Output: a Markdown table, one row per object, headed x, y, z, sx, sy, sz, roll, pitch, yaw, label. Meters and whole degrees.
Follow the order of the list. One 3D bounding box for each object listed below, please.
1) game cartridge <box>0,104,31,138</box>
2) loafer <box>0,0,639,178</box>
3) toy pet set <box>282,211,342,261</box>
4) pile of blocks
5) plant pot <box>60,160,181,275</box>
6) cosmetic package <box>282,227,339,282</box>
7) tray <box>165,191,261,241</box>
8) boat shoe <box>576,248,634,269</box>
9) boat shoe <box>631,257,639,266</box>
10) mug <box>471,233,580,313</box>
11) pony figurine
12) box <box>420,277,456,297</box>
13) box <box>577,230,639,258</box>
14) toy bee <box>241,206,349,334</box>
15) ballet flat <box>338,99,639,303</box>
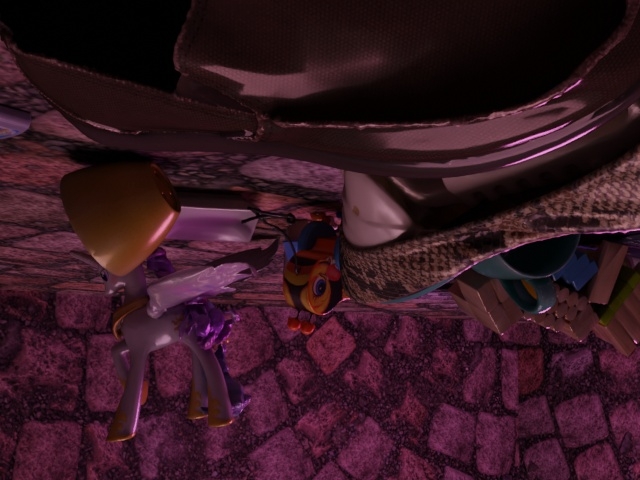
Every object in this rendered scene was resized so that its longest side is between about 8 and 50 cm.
| x | y | z | sx | sy | sz | roll | pitch | yaw | label |
| --- | --- | --- | --- | --- | --- | --- | --- | --- | --- |
| -0.318 | -0.113 | 0.747 | 0.083 | 0.017 | 0.056 | -6 | 172 | 39 | game cartridge |
| -0.016 | -0.104 | 0.385 | 0.365 | 0.134 | 0.130 | -3 | 170 | 23 | loafer |
| 0.000 | 0.000 | 1.231 | 0.114 | 0.065 | 0.122 | -2 | 170 | 19 | toy pet set |
| 0.310 | 0.051 | 1.035 | 0.362 | 0.149 | 0.112 | 12 | -168 | -33 | pile of blocks |
| -0.219 | -0.040 | 0.897 | 0.095 | 0.134 | 0.134 | -28 | 166 | 6 | plant pot |
| 0.005 | 0.045 | 1.399 | 0.127 | 0.107 | 0.238 | 4 | 174 | 5 | cosmetic package |
| -0.169 | -0.034 | 1.162 | 0.145 | 0.030 | 0.270 | 4 | 171 | -8 | tray |
| 0.391 | 0.040 | 1.315 | 0.302 | 0.113 | 0.103 | 7 | 179 | 45 | boat shoe |
| 0.507 | 0.042 | 1.367 | 0.227 | 0.079 | 0.081 | 1 | 176 | 21 | boat shoe |
| 0.205 | -0.008 | 0.865 | 0.129 | 0.158 | 0.097 | 21 | 168 | -20 | mug |
| -0.238 | 0.133 | 1.324 | 0.350 | 0.364 | 0.303 | -10 | -179 | 9 | pony figurine |
| 0.225 | 0.079 | 1.643 | 0.307 | 0.077 | 0.242 | 3 | 171 | -9 | box |
| 0.483 | -0.016 | 1.075 | 0.232 | 0.059 | 0.183 | 7 | 168 | -30 | box |
| 0.001 | 0.051 | 1.116 | 0.298 | 0.162 | 0.195 | 9 | -178 | -26 | toy bee |
| 0.133 | -0.064 | 0.654 | 0.182 | 0.164 | 0.482 | 32 | 150 | -28 | ballet flat |
